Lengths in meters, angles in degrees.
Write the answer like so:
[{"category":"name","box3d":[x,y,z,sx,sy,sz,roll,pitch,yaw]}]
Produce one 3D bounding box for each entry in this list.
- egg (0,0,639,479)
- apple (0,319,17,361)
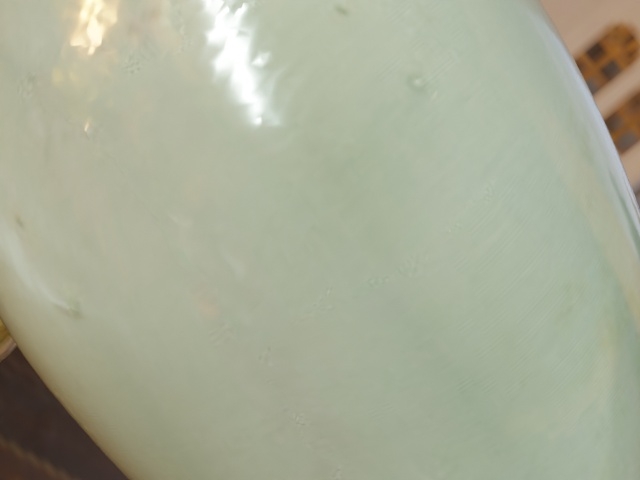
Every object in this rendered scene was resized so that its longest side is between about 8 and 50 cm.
[{"category":"egg","box3d":[0.000,0.000,0.735,0.371,0.230,0.230,58,25,-12]},{"category":"apple","box3d":[-0.276,-0.019,1.249,0.246,0.246,0.226,54,-1,9]}]
